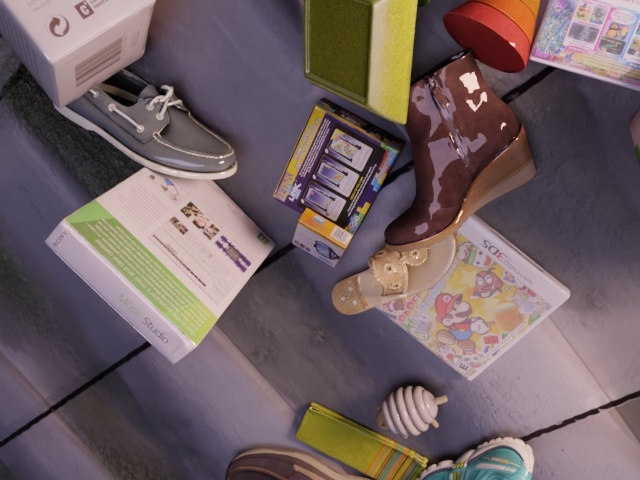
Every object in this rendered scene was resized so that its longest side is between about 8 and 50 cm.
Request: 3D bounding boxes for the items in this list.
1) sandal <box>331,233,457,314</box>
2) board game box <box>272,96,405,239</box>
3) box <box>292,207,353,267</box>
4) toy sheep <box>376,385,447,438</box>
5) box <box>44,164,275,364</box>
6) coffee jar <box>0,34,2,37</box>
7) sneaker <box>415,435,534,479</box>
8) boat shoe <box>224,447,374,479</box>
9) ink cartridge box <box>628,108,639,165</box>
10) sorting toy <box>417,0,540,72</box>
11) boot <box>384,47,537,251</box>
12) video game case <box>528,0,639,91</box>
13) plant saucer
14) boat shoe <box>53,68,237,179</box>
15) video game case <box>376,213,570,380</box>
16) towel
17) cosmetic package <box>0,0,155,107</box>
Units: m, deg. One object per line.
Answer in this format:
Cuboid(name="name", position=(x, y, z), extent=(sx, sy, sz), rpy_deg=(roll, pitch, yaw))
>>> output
Cuboid(name="sandal", position=(0.096, 0.058, 1.056), extent=(0.240, 0.079, 0.088), rpy_deg=(-33, 78, 35))
Cuboid(name="board game box", position=(0.025, -0.104, 1.040), extent=(0.141, 0.048, 0.170), rpy_deg=(31, 122, 4))
Cuboid(name="box", position=(0.000, 0.000, 1.078), extent=(0.081, 0.028, 0.136), rpy_deg=(31, 164, 2))
Cuboid(name="toy sheep", position=(0.153, 0.287, 1.174), extent=(0.132, 0.091, 0.091), rpy_deg=(-27, 105, 14))
Cuboid(name="box", position=(-0.211, 0.004, 1.014), extent=(0.232, 0.322, 0.058), rpy_deg=(46, 117, -6))
Cuboid(name="coffee jar", position=(-0.550, -0.387, 1.074), extent=(0.184, 0.079, 0.096), rpy_deg=(25, 121, 5))
Cuboid(name="sneaker", position=(0.248, 0.433, 1.191), extent=(0.107, 0.110, 0.275), rpy_deg=(36, 123, -13))
Cuboid(name="boat shoe", position=(-0.023, 0.494, 1.307), extent=(0.355, 0.130, 0.132), rpy_deg=(10, 118, 14))
Cuboid(name="ink cartridge box", position=(0.515, -0.084, 0.792), extent=(0.278, 0.201, 0.117), rpy_deg=(28, 122, 3))
Cuboid(name="sorting toy", position=(0.136, -0.363, 0.860), extent=(0.365, 0.127, 0.126), rpy_deg=(37, 92, 1))
Cuboid(name="boot", position=(0.150, -0.116, 0.957), extent=(0.248, 0.090, 0.207), rpy_deg=(-33, 111, 17))
Cuboid(name="video game case", position=(0.357, -0.272, 0.859), extent=(0.157, 0.019, 0.143), rpy_deg=(19, 120, 8))
Cuboid(name="plant saucer", position=(0.036, -0.258, 0.894), extent=(0.188, 0.045, 0.188), rpy_deg=(35, 136, 39))
Cuboid(name="boat shoe", position=(-0.265, -0.192, 1.055), extent=(0.319, 0.116, 0.099), rpy_deg=(27, 124, 10))
Cuboid(name="video game case", position=(0.227, 0.089, 1.080), extent=(0.206, 0.026, 0.227), rpy_deg=(38, 121, -2))
Cuboid(name="towel", position=(0.072, 0.387, 1.286), extent=(0.237, 0.021, 0.102), rpy_deg=(25, 120, 6))
Cuboid(name="cosmetic package", position=(-0.418, -0.420, 0.894), extent=(0.453, 0.161, 0.230), rpy_deg=(54, 163, -9))
